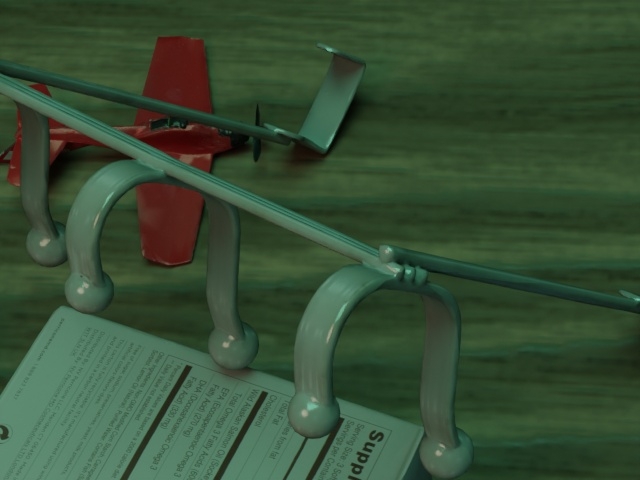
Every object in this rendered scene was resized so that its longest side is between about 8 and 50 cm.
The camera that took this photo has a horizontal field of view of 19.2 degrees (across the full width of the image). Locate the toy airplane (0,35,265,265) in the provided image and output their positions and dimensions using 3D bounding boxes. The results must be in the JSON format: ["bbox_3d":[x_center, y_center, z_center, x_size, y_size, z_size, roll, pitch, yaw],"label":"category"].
[{"bbox_3d":[-0.102,-0.055,0.995,0.151,0.028,0.151,-4,57,6],"label":"toy airplane"}]

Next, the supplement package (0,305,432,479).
[{"bbox_3d":[-0.051,0.119,0.819,0.179,0.105,0.105,17,58,19],"label":"supplement package"}]

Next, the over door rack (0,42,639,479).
[{"bbox_3d":[0.000,0.000,0.817,0.239,0.108,0.324,26,19,29],"label":"over door rack"}]
